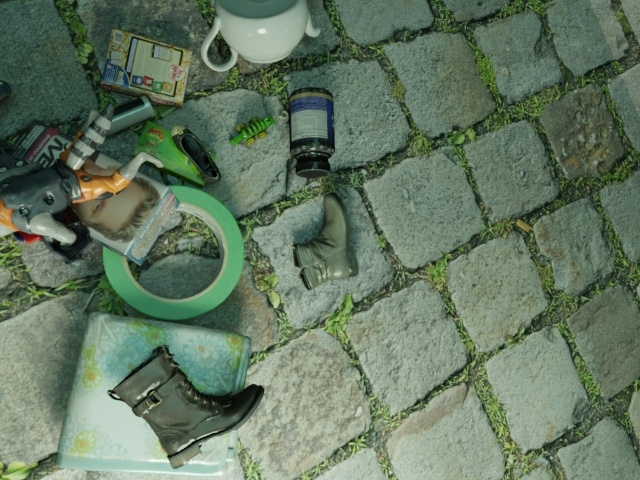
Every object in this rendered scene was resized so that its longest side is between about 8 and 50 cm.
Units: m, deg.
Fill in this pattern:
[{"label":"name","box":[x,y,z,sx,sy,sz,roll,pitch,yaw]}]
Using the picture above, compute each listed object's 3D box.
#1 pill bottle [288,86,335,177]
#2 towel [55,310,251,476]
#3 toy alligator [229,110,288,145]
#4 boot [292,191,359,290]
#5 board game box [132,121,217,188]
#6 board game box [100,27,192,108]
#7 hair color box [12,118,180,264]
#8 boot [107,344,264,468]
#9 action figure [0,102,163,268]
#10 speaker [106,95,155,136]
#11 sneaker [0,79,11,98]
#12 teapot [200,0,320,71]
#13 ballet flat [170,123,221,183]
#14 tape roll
[{"label":"pill bottle","box":[-0.023,-0.284,1.344,0.123,0.123,0.219,1,83,-20]},{"label":"towel","box":[-0.348,0.343,1.114,0.374,0.090,0.320,13,74,-19]},{"label":"toy alligator","box":[-0.157,-0.306,1.336,0.190,0.051,0.056,-34,95,-21]},{"label":"boot","box":[0.000,0.000,1.341,0.161,0.083,0.246,-12,86,-15]},{"label":"board game box","box":[-0.361,-0.210,1.254,0.181,0.043,0.092,23,75,-16]},{"label":"board game box","box":[-0.430,-0.427,1.256,0.193,0.045,0.147,11,79,-18]},{"label":"hair color box","box":[-0.508,-0.105,1.097,0.347,0.105,0.174,26,75,5]},{"label":"boot","box":[-0.273,0.315,1.052,0.263,0.091,0.229,-33,93,-22]},{"label":"action figure","box":[-0.529,-0.137,0.964,0.341,0.178,0.330,42,69,8]},{"label":"speaker","box":[-0.476,-0.299,1.219,0.136,0.055,0.055,-30,94,-20]},{"label":"sneaker","box":[-0.784,-0.241,1.089,0.283,0.110,0.122,-42,115,-17]},{"label":"teapot","box":[-0.152,-0.550,1.309,0.256,0.187,0.252,12,57,8]},{"label":"ballet flat","box":[-0.299,-0.215,1.226,0.057,0.049,0.173,-42,98,-21]},{"label":"tape roll","box":[-0.348,0.030,1.210,0.321,0.077,0.321,3,82,-19]}]
